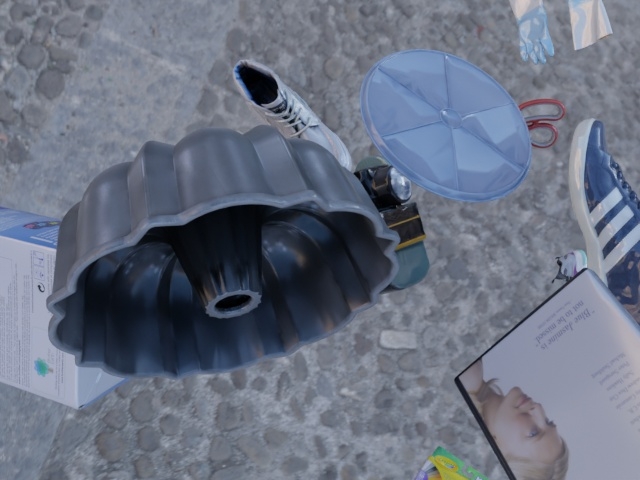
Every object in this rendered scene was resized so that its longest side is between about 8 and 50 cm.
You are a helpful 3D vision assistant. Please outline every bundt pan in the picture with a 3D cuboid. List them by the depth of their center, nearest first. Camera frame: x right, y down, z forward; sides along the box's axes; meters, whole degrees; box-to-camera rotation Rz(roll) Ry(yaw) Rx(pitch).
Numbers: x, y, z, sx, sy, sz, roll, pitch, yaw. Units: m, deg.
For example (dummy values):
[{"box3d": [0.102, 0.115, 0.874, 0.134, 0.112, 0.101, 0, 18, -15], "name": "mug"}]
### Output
[{"box3d": [-0.096, 0.011, 0.681, 0.331, 0.330, 0.124, -2, 56, -26], "name": "bundt pan"}]

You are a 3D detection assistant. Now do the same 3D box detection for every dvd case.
[{"box3d": [0.240, 0.171, 0.616, 0.022, 0.180, 0.253, 23, 30, -41], "name": "dvd case"}]

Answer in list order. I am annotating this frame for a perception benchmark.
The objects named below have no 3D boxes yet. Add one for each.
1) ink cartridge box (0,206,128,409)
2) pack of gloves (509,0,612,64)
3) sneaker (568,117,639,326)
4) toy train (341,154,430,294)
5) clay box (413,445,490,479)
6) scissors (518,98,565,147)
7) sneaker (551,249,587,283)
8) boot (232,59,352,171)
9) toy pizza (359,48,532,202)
[{"box3d": [-0.521, 0.094, 1.211, 0.151, 0.396, 0.269, -27, 125, -65], "name": "ink cartridge box"}, {"box3d": [0.501, -0.508, 1.513, 0.046, 0.195, 0.231, 12, 65, -48], "name": "pack of gloves"}, {"box3d": [0.470, -0.020, 1.046, 0.131, 0.148, 0.349, -1, 82, -56], "name": "sneaker"}, {"box3d": [0.000, 0.000, 1.001, 0.142, 0.334, 0.190, -16, 90, -49], "name": "toy train"}, {"box3d": [0.177, 0.430, 1.067, 0.127, 0.053, 0.222, 33, 42, 18], "name": "clay box"}, {"box3d": [0.360, -0.238, 1.473, 0.297, 0.108, 0.021, -3, 32, 7], "name": "scissors"}, {"box3d": [0.436, 0.069, 1.211, 0.069, 0.038, 0.098, -16, 64, 4], "name": "sneaker"}, {"box3d": [-0.057, -0.202, 1.190, 0.095, 0.123, 0.258, -46, 69, 2], "name": "boot"}, {"box3d": [0.133, -0.122, 0.751, 0.201, 0.032, 0.201, 9, 58, -15], "name": "toy pizza"}]
